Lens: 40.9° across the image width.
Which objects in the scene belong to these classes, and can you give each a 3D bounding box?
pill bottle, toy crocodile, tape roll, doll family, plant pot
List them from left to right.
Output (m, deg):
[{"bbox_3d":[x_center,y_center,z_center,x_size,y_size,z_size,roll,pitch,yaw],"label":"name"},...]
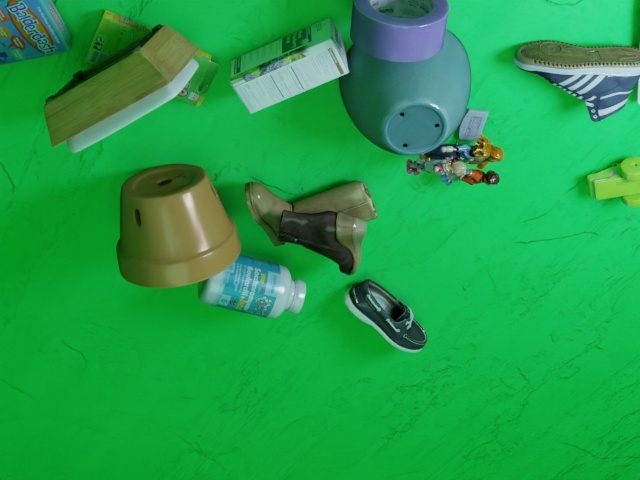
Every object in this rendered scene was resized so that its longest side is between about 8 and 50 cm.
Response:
[{"bbox_3d":[-0.345,-0.048,1.990,0.291,0.291,0.203,-7,117,3],"label":"plant pot"},{"bbox_3d":[-0.176,0.119,2.228,0.264,0.146,0.146,14,131,-17],"label":"pill bottle"},{"bbox_3d":[0.155,-0.434,1.691,0.189,0.189,0.080,0,133,-4],"label":"tape roll"},{"bbox_3d":[0.188,-0.293,1.823,0.290,0.195,0.290,-1,134,-1],"label":"plant pot"},{"bbox_3d":[0.319,-0.191,1.934,0.163,0.118,0.263,4,179,36],"label":"doll family"},{"bbox_3d":[0.812,-0.169,2.055,0.340,0.105,0.115,-14,133,16],"label":"toy crocodile"}]

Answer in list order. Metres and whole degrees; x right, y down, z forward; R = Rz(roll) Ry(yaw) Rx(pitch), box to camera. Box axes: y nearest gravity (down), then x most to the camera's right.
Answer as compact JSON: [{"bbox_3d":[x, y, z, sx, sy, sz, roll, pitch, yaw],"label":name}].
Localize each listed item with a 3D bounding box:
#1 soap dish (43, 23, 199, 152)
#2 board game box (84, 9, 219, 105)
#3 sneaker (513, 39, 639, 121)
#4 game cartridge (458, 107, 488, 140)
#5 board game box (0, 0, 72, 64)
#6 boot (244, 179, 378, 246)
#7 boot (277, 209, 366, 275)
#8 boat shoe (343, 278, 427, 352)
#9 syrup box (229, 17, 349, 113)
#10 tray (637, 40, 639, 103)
[{"bbox_3d":[-0.400,-0.309,1.719,0.291,0.229,0.118,-24,113,19],"label":"soap dish"},{"bbox_3d":[-0.354,-0.381,1.818,0.259,0.039,0.124,22,129,-19],"label":"board game box"},{"bbox_3d":[0.550,-0.344,1.864,0.282,0.099,0.153,2,138,-2],"label":"sneaker"},{"bbox_3d":[0.349,-0.268,1.981,0.056,0.017,0.083,3,133,-11],"label":"game cartridge"},{"bbox_3d":[-0.630,-0.431,1.724,0.210,0.047,0.160,-10,146,6],"label":"board game box"},{"bbox_3d":[-0.023,-0.097,2.078,0.269,0.089,0.236,-16,145,13],"label":"boot"},{"bbox_3d":[0.000,0.000,2.102,0.207,0.090,0.248,7,150,0],"label":"boot"},{"bbox_3d":[0.200,0.210,2.360,0.302,0.114,0.091,32,130,-30],"label":"boat shoe"},{"bbox_3d":[-0.065,-0.367,1.807,0.237,0.093,0.096,-21,131,16],"label":"syrup box"},{"bbox_3d":[0.757,-0.422,1.848,0.145,0.030,0.270,-10,133,7],"label":"tray"}]
